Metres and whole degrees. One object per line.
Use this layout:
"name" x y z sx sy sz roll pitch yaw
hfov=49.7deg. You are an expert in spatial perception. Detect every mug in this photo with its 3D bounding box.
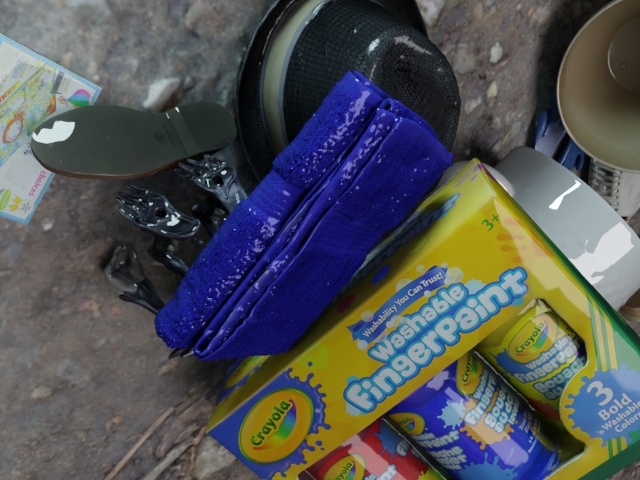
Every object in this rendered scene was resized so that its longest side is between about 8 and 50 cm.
"mug" 0.244 0.041 1.017 0.328 0.276 0.374 -45 123 3

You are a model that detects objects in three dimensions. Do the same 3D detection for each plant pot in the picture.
"plant pot" 0.527 -0.271 1.094 0.191 0.284 0.284 -55 151 -55

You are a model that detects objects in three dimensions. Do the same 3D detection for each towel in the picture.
"towel" 0.000 0.000 0.687 0.308 0.076 0.227 -50 152 13

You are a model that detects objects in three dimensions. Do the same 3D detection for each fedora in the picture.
"fedora" 0.063 -0.152 0.818 0.334 0.152 0.334 -20 126 -30

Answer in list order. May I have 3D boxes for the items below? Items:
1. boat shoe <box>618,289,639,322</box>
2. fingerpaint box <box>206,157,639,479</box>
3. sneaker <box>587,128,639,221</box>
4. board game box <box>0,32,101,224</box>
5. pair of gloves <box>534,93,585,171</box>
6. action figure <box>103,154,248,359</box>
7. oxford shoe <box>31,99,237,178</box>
"boat shoe" 0.777 0.035 1.572 0.341 0.122 0.110 -50 132 -20
"fingerpaint box" 0.149 0.189 0.862 0.445 0.163 0.371 -41 103 17
"sneaker" 0.546 -0.101 1.286 0.123 0.106 0.290 -54 141 -1
"board game box" -0.287 -0.100 0.640 0.103 0.026 0.154 26 96 -46
"pair of gloves" 0.418 -0.167 1.204 0.198 0.023 0.159 4 110 -46
"action figure" -0.139 0.021 0.764 0.164 0.141 0.275 -39 156 -27
"oxford shoe" -0.186 -0.090 0.691 0.212 0.076 0.076 -13 79 -43
